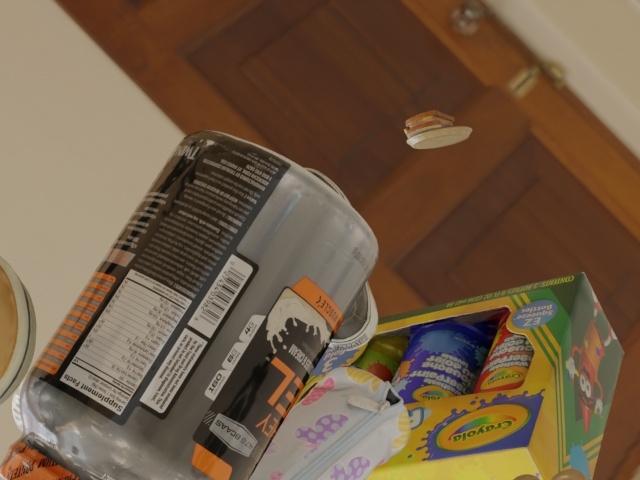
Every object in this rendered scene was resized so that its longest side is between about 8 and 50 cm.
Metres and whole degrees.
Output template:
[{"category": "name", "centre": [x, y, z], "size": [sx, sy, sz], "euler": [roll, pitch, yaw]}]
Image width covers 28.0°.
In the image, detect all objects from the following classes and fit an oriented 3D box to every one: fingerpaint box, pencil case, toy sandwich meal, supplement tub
[{"category": "fingerpaint box", "centre": [0.152, 0.247, 1.758], "size": [0.445, 0.163, 0.371], "euler": [-15, -154, 32]}, {"category": "pencil case", "centre": [-0.023, 0.242, 1.317], "size": [0.273, 0.113, 0.124], "euler": [-37, -167, -37]}, {"category": "toy sandwich meal", "centre": [0.135, -0.129, 1.492], "size": [0.086, 0.029, 0.085], "euler": [-9, 172, -1]}, {"category": "supplement tub", "centre": [-0.106, 0.087, 1.024], "size": [0.316, 0.194, 0.193], "euler": [-58, -179, -13]}]

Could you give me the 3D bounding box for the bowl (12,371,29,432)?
[{"category": "bowl", "centre": [-0.192, 0.176, 1.166], "size": [0.170, 0.170, 0.080], "euler": [-45, -141, 27]}]

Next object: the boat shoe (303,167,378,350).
[{"category": "boat shoe", "centre": [0.000, 0.000, 1.210], "size": [0.078, 0.219, 0.070], "euler": [-25, 139, 4]}]

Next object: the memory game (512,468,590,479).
[{"category": "memory game", "centre": [0.136, 0.239, 0.872], "size": [0.186, 0.012, 0.186], "euler": [-31, -145, 25]}]

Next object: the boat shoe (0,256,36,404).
[{"category": "boat shoe", "centre": [-0.447, 0.120, 0.917], "size": [0.500, 0.186, 0.156], "euler": [-22, 157, 15]}]
